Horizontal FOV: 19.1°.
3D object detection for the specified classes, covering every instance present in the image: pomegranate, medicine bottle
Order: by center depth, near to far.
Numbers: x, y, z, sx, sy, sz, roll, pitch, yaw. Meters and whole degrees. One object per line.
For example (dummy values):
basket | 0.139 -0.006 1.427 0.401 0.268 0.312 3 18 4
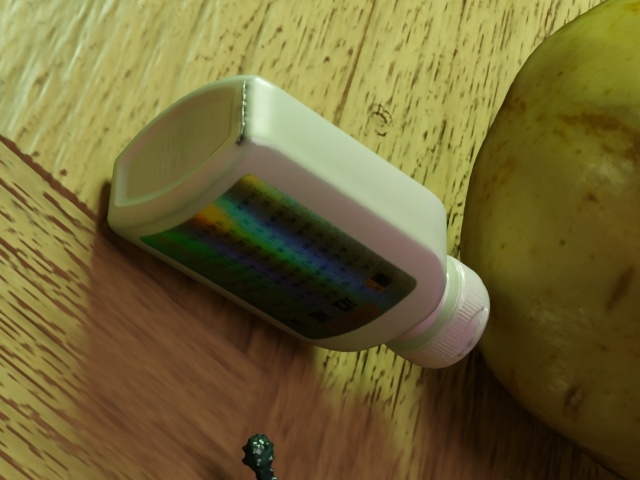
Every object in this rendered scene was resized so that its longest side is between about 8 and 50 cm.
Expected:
medicine bottle | 0.000 0.000 1.022 0.219 0.115 0.078 32 43 -35
pomegranate | 0.250 0.012 1.146 0.342 0.342 0.342 30 46 -36

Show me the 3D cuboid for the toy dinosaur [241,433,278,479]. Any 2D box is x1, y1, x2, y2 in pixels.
toy dinosaur | 0.003 0.164 0.971 0.154 0.055 0.049 56 39 -12
